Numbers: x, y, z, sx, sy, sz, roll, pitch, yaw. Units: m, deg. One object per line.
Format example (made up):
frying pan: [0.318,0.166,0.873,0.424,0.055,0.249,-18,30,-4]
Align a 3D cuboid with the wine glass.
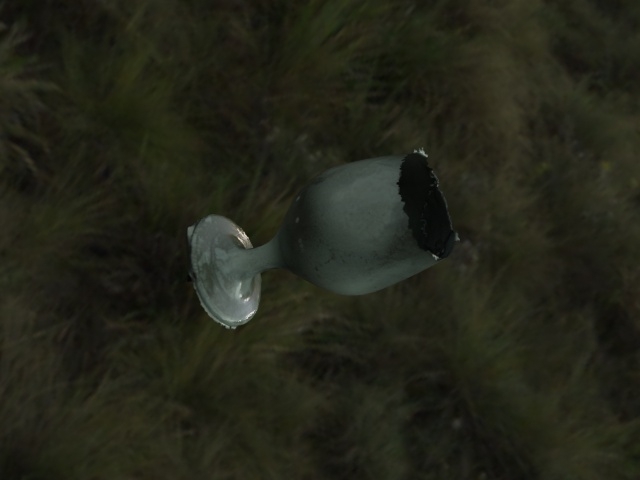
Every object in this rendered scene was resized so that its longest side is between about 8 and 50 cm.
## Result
wine glass: [0.000,0.000,1.125,0.126,0.241,0.126,33,49,-49]
